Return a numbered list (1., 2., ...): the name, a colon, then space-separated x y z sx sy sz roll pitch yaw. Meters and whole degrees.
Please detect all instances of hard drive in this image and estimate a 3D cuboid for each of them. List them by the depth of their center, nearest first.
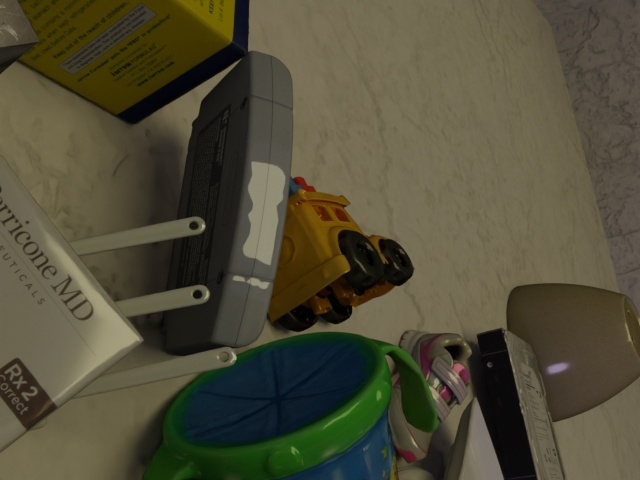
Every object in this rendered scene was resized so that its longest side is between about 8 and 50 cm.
1. hard drive: 0.404 0.358 1.320 0.237 0.064 0.339 31 45 -54

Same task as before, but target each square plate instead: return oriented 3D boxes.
1. square plate: 0.242 0.478 1.017 0.348 0.049 0.344 71 25 -16

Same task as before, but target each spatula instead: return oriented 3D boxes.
1. spatula: -0.202 0.060 0.556 0.019 0.241 0.168 113 -36 -72

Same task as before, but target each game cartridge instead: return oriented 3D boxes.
1. game cartridge: -0.096 -0.033 0.691 0.060 0.196 0.295 12 73 -24

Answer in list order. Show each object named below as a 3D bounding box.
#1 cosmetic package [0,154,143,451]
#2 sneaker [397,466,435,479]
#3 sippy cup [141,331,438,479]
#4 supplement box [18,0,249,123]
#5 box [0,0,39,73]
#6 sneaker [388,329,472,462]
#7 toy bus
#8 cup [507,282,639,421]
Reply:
1. cosmetic package: -0.244 0.070 0.435 0.183 0.151 0.151 -39 95 -28
2. sneaker: 0.111 0.367 0.907 0.258 0.091 0.094 2 71 -56
3. sippy cup: -0.016 0.244 0.693 0.240 0.305 0.224 -92 165 -75
4. supplement box: -0.257 -0.305 0.651 0.356 0.195 0.194 29 50 -45
5. box: -0.335 -0.102 0.443 0.231 0.183 0.056 -39 105 -56
6. sneaker: 0.172 0.228 1.050 0.103 0.111 0.252 52 38 -25
7. toy bus: 0.000 0.000 0.923 0.220 0.149 0.212 3 55 -57
8. cup: 0.618 0.238 1.565 0.331 0.236 0.331 30 51 -44
